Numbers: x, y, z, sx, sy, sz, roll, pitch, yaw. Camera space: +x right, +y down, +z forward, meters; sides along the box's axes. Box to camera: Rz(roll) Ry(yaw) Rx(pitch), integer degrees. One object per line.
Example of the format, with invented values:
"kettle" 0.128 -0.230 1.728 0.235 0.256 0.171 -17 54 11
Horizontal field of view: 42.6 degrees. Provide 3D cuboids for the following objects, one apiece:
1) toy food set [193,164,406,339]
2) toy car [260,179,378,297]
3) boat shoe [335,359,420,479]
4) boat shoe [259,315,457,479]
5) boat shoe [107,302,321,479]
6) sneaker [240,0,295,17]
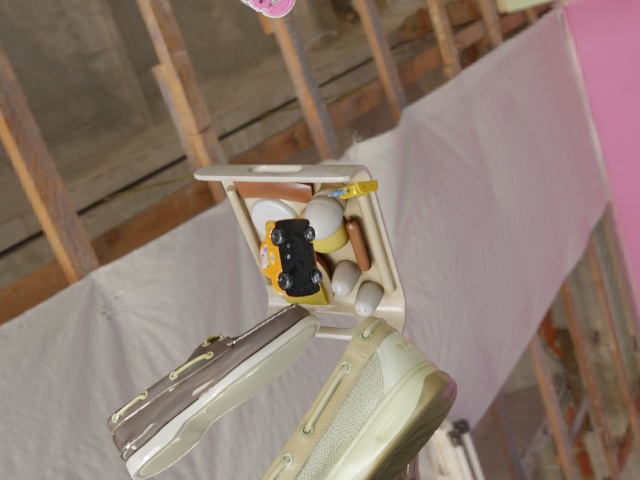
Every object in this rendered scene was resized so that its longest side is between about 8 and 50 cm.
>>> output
"toy food set" -0.022 0.023 1.109 0.092 0.220 0.306 -65 -33 -42
"toy car" 0.000 0.000 0.615 0.122 0.040 0.060 -29 -80 -41
"boat shoe" 0.063 0.246 0.881 0.095 0.095 0.257 93 165 -83
"boat shoe" -0.010 0.101 0.335 0.153 0.048 0.056 -50 -27 4
"boat shoe" -0.146 0.185 1.113 0.096 0.324 0.116 50 180 25
"sneaker" -0.098 -0.302 0.907 0.170 0.063 0.075 33 -168 -1
